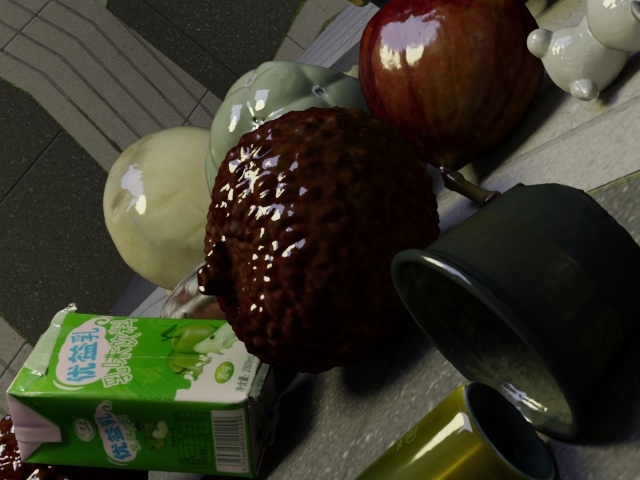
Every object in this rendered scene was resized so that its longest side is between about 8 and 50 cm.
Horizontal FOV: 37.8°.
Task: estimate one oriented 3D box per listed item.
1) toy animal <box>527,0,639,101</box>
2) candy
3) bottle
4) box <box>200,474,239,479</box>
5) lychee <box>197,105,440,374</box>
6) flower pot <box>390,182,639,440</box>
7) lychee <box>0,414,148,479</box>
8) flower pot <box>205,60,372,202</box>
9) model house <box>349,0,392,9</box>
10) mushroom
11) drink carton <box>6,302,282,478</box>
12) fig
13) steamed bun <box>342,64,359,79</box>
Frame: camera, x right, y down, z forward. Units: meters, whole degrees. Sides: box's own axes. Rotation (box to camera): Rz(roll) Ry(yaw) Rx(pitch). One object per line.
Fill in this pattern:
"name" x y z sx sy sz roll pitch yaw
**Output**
"toy animal" 0.287 -0.190 0.826 0.182 0.131 0.127 137 133 -61
"candy" -0.106 0.087 1.221 0.214 0.157 0.289 -36 4 -11
"bottle" 0.025 0.211 0.621 0.286 0.082 0.082 -47 14 22
"box" -0.111 0.265 1.058 0.082 0.023 0.051 -53 12 -6
"lychee" 0.000 0.000 0.931 0.260 0.261 0.260 -48 14 16
"flower pot" 0.136 0.035 0.594 0.107 0.157 0.157 -42 11 -12
"lychee" -0.333 0.339 1.109 0.264 0.264 0.300 -166 96 -75
"flower pot" -0.021 -0.108 1.152 0.246 0.246 0.195 -174 98 -74
"model house" 0.213 -0.440 1.267 0.342 0.335 0.382 -65 20 -8
"mushroom" -0.212 -0.026 1.656 0.315 0.356 0.315 -16 21 6
"drink carton" -0.182 0.161 1.028 0.161 0.271 0.108 -77 -13 -61
"fig" 0.140 -0.147 1.022 0.186 0.204 0.249 15 -102 -71
"steamed bun" 0.077 -0.180 1.326 0.211 0.144 0.218 -51 14 1
